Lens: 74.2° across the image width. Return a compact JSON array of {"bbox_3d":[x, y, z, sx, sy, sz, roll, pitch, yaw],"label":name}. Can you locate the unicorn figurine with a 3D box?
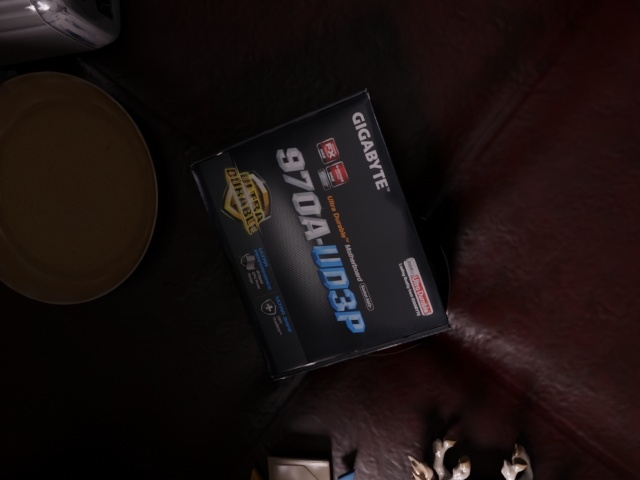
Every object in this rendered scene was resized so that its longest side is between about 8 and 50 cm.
[{"bbox_3d":[0.166,0.253,0.403,0.161,0.060,0.111,6,99,25],"label":"unicorn figurine"}]

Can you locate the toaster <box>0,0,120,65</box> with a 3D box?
[{"bbox_3d":[-0.276,-0.255,0.374,0.146,0.129,0.227,-3,95,8],"label":"toaster"}]

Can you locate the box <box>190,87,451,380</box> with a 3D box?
[{"bbox_3d":[0.000,0.000,0.396,0.175,0.051,0.220,-19,93,11],"label":"box"}]

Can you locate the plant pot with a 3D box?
[{"bbox_3d":[-0.273,-0.051,0.446,0.236,0.032,0.237,1,97,10],"label":"plant pot"}]

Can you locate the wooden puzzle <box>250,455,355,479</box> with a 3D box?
[{"bbox_3d":[-0.022,0.262,0.453,0.116,0.014,0.079,4,102,9],"label":"wooden puzzle"}]
